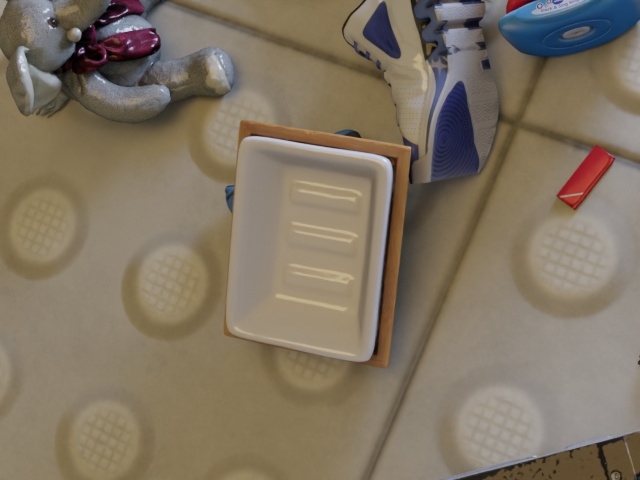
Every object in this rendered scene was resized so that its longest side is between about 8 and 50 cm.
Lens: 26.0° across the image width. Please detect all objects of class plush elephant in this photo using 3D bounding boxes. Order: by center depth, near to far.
[{"bbox_3d":[-0.336,-0.293,1.951,0.330,0.255,0.272,-24,71,16],"label":"plush elephant"}]

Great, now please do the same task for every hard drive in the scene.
[{"bbox_3d":[0.258,0.288,1.606,0.338,0.237,0.064,-18,73,18],"label":"hard drive"}]

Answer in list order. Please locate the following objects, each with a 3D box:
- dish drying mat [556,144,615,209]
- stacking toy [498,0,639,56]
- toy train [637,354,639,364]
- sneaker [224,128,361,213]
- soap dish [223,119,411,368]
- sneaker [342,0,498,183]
[{"bbox_3d":[0.339,-0.081,1.773,0.032,0.008,0.083,40,95,25],"label":"dish drying mat"},{"bbox_3d":[0.292,-0.401,1.763,0.175,0.165,0.302,-15,77,18],"label":"stacking toy"},{"bbox_3d":[0.444,0.096,1.686,0.036,0.027,0.158,41,95,13],"label":"toy train"},{"bbox_3d":[-0.043,-0.102,1.898,0.209,0.069,0.082,-35,65,12],"label":"sneaker"},{"bbox_3d":[0.000,0.000,1.781,0.228,0.118,0.291,10,105,18],"label":"soap dish"},{"bbox_3d":[0.127,-0.236,1.836,0.182,0.127,0.316,6,100,50],"label":"sneaker"}]
